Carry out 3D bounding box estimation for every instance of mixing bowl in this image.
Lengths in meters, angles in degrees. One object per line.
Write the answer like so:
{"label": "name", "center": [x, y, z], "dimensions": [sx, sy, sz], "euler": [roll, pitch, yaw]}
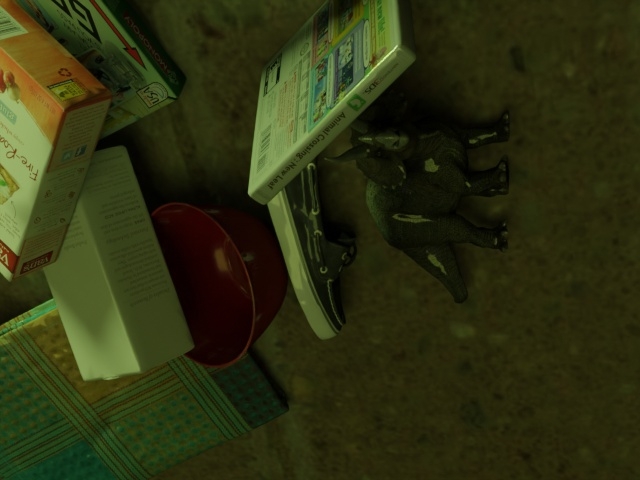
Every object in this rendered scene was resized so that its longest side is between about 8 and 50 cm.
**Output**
{"label": "mixing bowl", "center": [-0.101, 0.034, 1.105], "dimensions": [0.181, 0.098, 0.182], "euler": [19, 119, 38]}

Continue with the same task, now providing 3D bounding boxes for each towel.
{"label": "towel", "center": [-0.261, 0.181, 1.249], "dimensions": [0.370, 0.040, 0.271], "euler": [-27, 112, 12]}

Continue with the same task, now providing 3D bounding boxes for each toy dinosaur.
{"label": "toy dinosaur", "center": [0.107, -0.051, 1.026], "dimensions": [0.160, 0.121, 0.313], "euler": [1, 149, 10]}

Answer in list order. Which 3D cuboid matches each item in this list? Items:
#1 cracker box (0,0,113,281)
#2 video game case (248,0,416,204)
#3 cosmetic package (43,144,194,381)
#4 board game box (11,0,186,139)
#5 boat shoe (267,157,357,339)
{"label": "cracker box", "center": [-0.303, -0.094, 1.006], "dimensions": [0.155, 0.067, 0.232], "euler": [42, 131, 16]}
{"label": "video game case", "center": [0.008, -0.156, 0.917], "dimensions": [0.023, 0.212, 0.193], "euler": [33, 123, -24]}
{"label": "cosmetic package", "center": [-0.230, 0.027, 1.098], "dimensions": [0.117, 0.085, 0.231], "euler": [-13, 99, 45]}
{"label": "board game box", "center": [-0.311, -0.227, 1.016], "dimensions": [0.213, 0.046, 0.317], "euler": [-23, 123, 24]}
{"label": "boat shoe", "center": [0.000, 0.000, 1.097], "dimensions": [0.076, 0.080, 0.229], "euler": [-15, 110, 8]}
